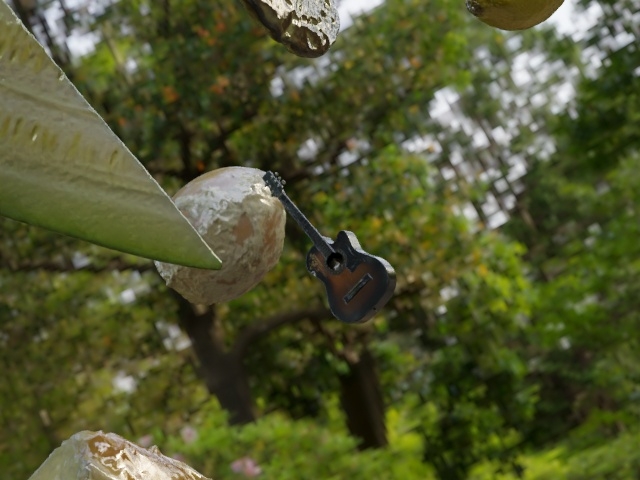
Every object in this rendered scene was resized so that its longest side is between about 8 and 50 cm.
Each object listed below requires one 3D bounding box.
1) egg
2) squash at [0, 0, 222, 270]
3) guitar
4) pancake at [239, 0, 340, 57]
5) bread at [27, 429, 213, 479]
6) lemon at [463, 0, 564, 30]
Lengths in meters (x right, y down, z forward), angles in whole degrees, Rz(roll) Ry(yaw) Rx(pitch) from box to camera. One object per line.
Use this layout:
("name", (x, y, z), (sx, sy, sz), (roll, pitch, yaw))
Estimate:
("egg", (-0.160, -0.012, 2.414), (0.245, 0.203, 0.203), (-51, -13, -12))
("squash", (-0.210, -0.104, 1.335), (0.289, 0.203, 0.111), (14, -1, -14))
("guitar", (0.000, 0.000, 1.816), (0.088, 0.233, 0.025), (-48, -26, 17))
("pancake", (-0.058, -0.281, 1.399), (0.031, 0.250, 0.250), (-29, -16, 21))
("bread", (-0.148, 0.419, 1.331), (0.279, 0.371, 0.390), (-37, -49, 26))
("lemon", (0.196, -0.266, 1.520), (0.133, 0.109, 0.109), (-41, -12, -20))
